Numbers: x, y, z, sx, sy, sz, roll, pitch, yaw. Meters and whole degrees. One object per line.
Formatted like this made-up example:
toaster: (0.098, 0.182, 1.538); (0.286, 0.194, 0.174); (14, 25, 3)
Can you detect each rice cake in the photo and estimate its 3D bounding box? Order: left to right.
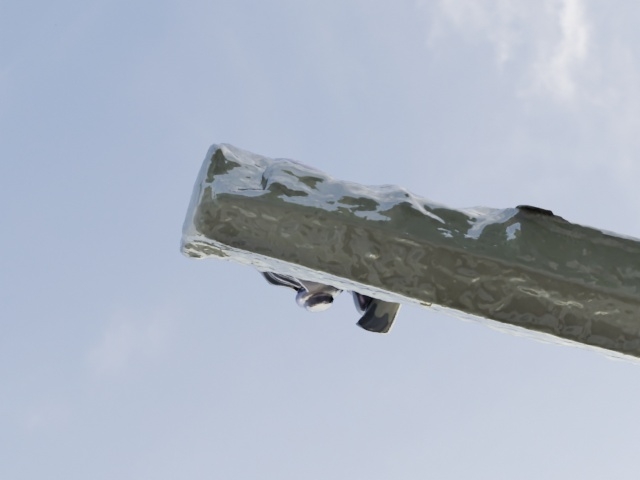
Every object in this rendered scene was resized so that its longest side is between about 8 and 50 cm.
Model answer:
rice cake: (0.067, 0.009, 0.402); (0.256, 0.052, 0.057); (15, -114, 4)

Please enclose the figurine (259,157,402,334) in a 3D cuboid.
figurine: (0.000, 0.000, 0.950); (0.222, 0.145, 0.145); (25, -85, -24)
